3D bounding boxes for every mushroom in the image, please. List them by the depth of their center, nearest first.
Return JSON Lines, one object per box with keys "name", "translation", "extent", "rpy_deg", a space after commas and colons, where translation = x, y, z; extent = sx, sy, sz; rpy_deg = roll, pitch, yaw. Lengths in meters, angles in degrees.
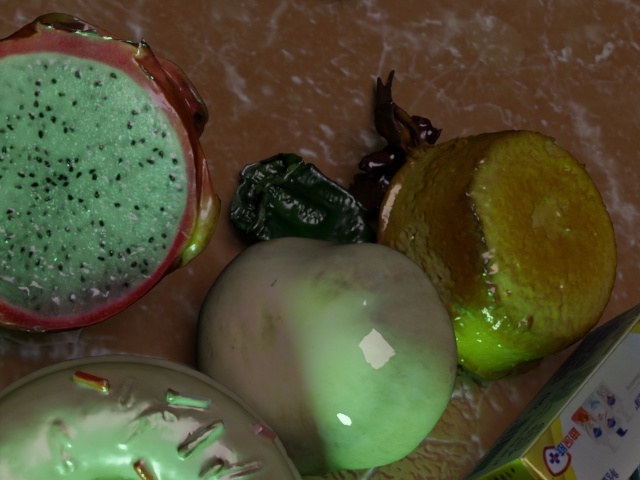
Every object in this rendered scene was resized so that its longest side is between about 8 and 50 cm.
{"name": "mushroom", "translation": [0.015, 0.112, 1.877], "extent": [0.260, 0.254, 0.234], "rpy_deg": [53, 16, 27]}

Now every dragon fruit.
{"name": "dragon fruit", "translation": [-0.242, -0.066, 1.839], "extent": [0.305, 0.226, 0.305], "rpy_deg": [0, 96, -3]}

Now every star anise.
{"name": "star anise", "translation": [0.065, -0.111, 2.055], "extent": [0.140, 0.158, 0.144], "rpy_deg": [-18, 42, -35]}

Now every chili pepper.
{"name": "chili pepper", "translation": [0.000, -0.001, 1.989], "extent": [0.216, 0.062, 0.108], "rpy_deg": [36, 67, -4]}

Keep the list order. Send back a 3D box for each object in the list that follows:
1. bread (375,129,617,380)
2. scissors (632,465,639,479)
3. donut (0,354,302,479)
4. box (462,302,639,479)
{"name": "bread", "translation": [0.189, 0.008, 1.985], "extent": [0.268, 0.146, 0.268], "rpy_deg": [9, 75, -37]}
{"name": "scissors", "translation": [0.418, 0.359, 2.008], "extent": [0.180, 0.032, 0.393], "rpy_deg": [3, 68, -11]}
{"name": "donut", "translation": [-0.185, 0.282, 1.706], "extent": [0.383, 0.142, 0.382], "rpy_deg": [1, 79, -6]}
{"name": "box", "translation": [0.270, 0.186, 1.953], "extent": [0.097, 0.168, 0.265], "rpy_deg": [46, 59, -2]}
